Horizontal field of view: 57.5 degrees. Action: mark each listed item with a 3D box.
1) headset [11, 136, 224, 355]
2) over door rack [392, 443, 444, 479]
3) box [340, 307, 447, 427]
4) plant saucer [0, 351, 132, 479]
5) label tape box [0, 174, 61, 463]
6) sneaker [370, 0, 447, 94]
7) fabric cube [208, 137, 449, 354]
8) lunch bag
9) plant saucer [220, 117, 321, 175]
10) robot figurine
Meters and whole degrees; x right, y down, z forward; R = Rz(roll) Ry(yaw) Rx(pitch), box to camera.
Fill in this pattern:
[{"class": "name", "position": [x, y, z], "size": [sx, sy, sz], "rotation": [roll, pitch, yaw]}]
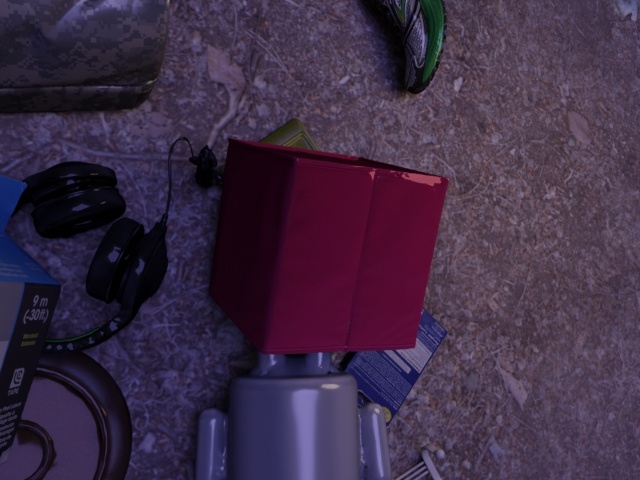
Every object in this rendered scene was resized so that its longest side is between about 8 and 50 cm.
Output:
[{"class": "headset", "position": [-0.313, -0.009, 0.860], "size": [0.394, 0.185, 0.243], "rotation": [-41, 91, -12]}, {"class": "over door rack", "position": [0.177, 0.558, 1.007], "size": [0.239, 0.108, 0.324], "rotation": [-22, 92, -26]}, {"class": "box", "position": [0.129, 0.214, 1.077], "size": [0.136, 0.036, 0.225], "rotation": [45, 65, -13]}, {"class": "plant saucer", "position": [-0.415, 0.290, 0.795], "size": [0.310, 0.050, 0.311], "rotation": [5, 79, -25]}, {"class": "label tape box", "position": [-0.403, 0.089, 0.629], "size": [0.115, 0.249, 0.348], "rotation": [17, 85, 6]}, {"class": "sneaker", "position": [0.165, -0.462, 1.171], "size": [0.146, 0.134, 0.344], "rotation": [-8, 89, -2]}, {"class": "fabric cube", "position": [0.000, 0.000, 0.883], "size": [0.259, 0.254, 0.258], "rotation": [4, 102, -28]}, {"class": "lunch bag", "position": [-0.361, -0.313, 0.800], "size": [0.305, 0.256, 0.213], "rotation": [-7, 85, -27]}, {"class": "plant saucer", "position": [-0.048, -0.104, 1.037], "size": [0.188, 0.045, 0.188], "rotation": [-39, 100, -26]}, {"class": "robot figurine", "position": [-0.039, 0.318, 0.886], "size": [0.299, 0.200, 0.354], "rotation": [0, 81, -2]}]
